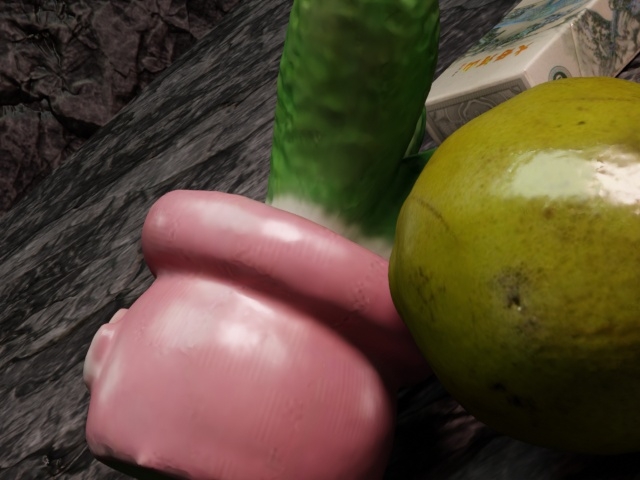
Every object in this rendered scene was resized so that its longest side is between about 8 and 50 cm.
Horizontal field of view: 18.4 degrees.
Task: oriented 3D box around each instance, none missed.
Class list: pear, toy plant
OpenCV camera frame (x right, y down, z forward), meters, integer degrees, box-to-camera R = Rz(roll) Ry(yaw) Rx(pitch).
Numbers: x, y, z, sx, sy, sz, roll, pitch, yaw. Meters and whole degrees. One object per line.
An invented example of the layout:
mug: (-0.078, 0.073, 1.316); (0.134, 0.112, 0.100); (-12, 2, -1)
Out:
pear: (0.154, 0.014, 1.079); (0.269, 0.212, 0.212); (6, 42, 50)
toy plant: (-0.006, 0.003, 1.236); (0.356, 0.211, 0.317); (-62, -9, -12)

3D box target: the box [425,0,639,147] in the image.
box: (0.221, -0.184, 1.808); (0.256, 0.069, 0.164); (-44, 17, -31)
